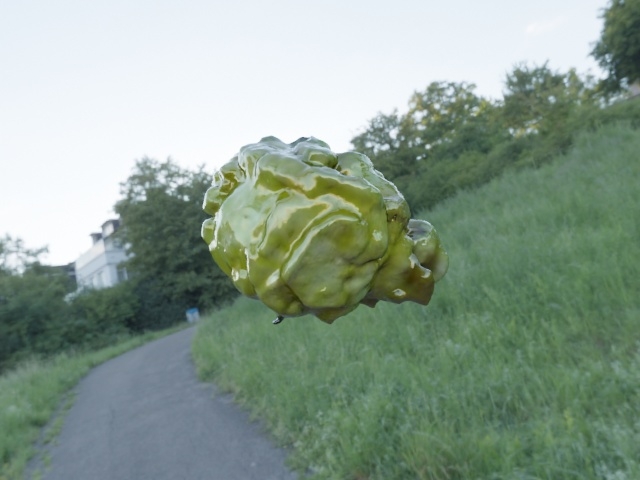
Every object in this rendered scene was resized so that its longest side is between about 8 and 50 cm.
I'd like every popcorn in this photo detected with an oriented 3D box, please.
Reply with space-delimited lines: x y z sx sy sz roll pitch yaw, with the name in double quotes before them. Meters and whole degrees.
"popcorn" 0.000 0.000 0.503 0.266 0.192 0.233 22 0 15
